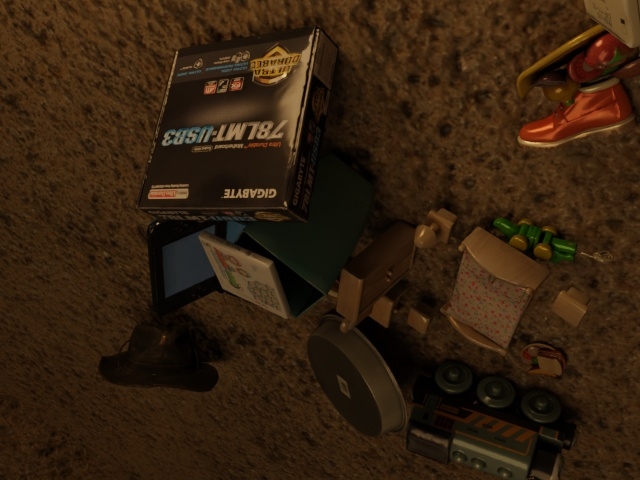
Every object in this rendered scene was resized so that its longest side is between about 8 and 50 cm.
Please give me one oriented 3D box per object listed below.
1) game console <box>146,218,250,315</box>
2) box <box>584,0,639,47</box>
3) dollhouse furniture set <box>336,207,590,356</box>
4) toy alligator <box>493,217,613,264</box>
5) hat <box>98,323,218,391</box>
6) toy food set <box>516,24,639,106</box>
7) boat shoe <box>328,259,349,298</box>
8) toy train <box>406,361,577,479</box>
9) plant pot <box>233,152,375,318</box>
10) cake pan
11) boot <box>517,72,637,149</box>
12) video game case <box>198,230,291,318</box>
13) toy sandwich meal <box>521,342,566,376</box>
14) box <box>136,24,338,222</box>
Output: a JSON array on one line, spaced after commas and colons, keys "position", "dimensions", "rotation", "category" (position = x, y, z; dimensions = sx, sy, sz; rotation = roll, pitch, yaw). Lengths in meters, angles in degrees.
[{"position": [-0.208, 0.065, 1.466], "dimensions": [0.173, 0.250, 0.293], "rotation": [45, 145, 30], "category": "game console"}, {"position": [0.405, -0.312, 0.639], "dimensions": [0.311, 0.121, 0.148], "rotation": [-19, 122, 9], "category": "box"}, {"position": [0.215, 0.142, 1.184], "dimensions": [0.355, 0.174, 0.303], "rotation": [35, 143, 25], "category": "dollhouse furniture set"}, {"position": [0.366, 0.014, 1.122], "dimensions": [0.190, 0.056, 0.051], "rotation": [21, 137, 16], "category": "toy alligator"}, {"position": [-0.398, 0.276, 1.770], "dimensions": [0.331, 0.331, 0.134], "rotation": [11, 93, 24], "category": "hat"}, {"position": [0.334, -0.214, 0.845], "dimensions": [0.071, 0.128, 0.218], "rotation": [64, 154, 2], "category": "toy food set"}, {"position": [-0.003, 0.004, 1.328], "dimensions": [0.257, 0.095, 0.095], "rotation": [47, 131, -13], "category": "boat shoe"}, {"position": [0.326, 0.371, 1.382], "dimensions": [0.334, 0.190, 0.142], "rotation": [16, 136, 20], "category": "toy train"}, {"position": [-0.019, -0.021, 1.192], "dimensions": [0.166, 0.234, 0.165], "rotation": [39, 153, -3], "category": "plant pot"}, {"position": [0.067, 0.296, 1.489], "dimensions": [0.293, 0.054, 0.293], "rotation": [43, 150, 32], "category": "cake pan"}, {"position": [0.343, -0.178, 0.962], "dimensions": [0.158, 0.059, 0.084], "rotation": [-13, 118, 30], "category": "boot"}, {"position": [-0.123, 0.059, 1.161], "dimensions": [0.143, 0.019, 0.157], "rotation": [22, 150, 25], "category": "video game case"}, {"position": [0.416, 0.226, 1.309], "dimensions": [0.085, 0.029, 0.085], "rotation": [18, 136, 18], "category": "toy sandwich meal"}, {"position": [-0.132, -0.176, 1.102], "dimensions": [0.295, 0.293, 0.073], "rotation": [2, 163, 31], "category": "box"}]
